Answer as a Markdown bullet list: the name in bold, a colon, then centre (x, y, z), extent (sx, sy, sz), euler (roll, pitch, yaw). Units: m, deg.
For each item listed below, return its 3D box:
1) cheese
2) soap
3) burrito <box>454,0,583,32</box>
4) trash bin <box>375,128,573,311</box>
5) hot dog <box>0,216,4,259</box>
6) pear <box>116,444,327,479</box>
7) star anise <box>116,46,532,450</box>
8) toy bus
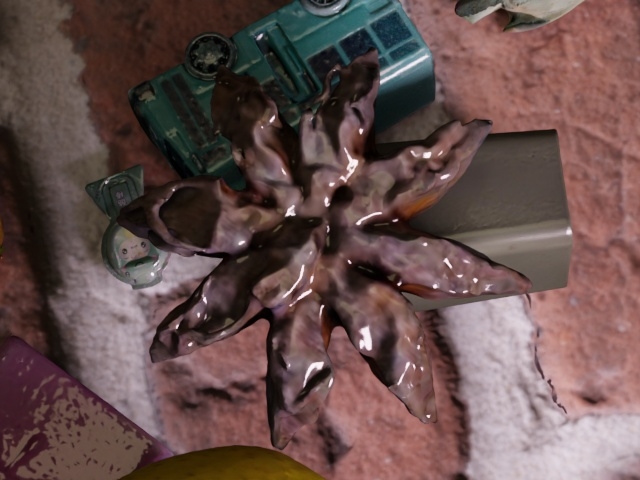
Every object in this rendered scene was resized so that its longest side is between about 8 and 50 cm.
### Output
- **cheese**: centre (-0.176, -0.009, 1.477), extent (0.067, 0.026, 0.121), euler (-21, 69, 1)
- **soap**: centre (-0.274, 0.236, 1.380), extent (0.181, 0.081, 0.259), euler (35, 80, 17)
- **burrito**: centre (0.254, -0.281, 1.432), extent (0.309, 0.066, 0.096), euler (-31, 63, 25)
- **trash bin**: centre (0.089, -0.012, 1.368), extent (0.240, 0.164, 0.122), euler (-7, 71, 5)
- **hot dog**: centre (-0.345, -0.054, 1.502), extent (0.072, 0.055, 0.188), euler (-17, 70, -1)
- **pear**: centre (-0.099, 0.353, 1.169), extent (0.362, 0.362, 0.418), euler (34, 64, 17)
- **star anise**: centre (0.002, 0.001, 1.228), extent (0.331, 0.117, 0.332), euler (-1, 85, 7)
- **toy bus**: centre (-0.031, -0.132, 1.445), extent (0.256, 0.128, 0.147), euler (-30, 71, -5)
